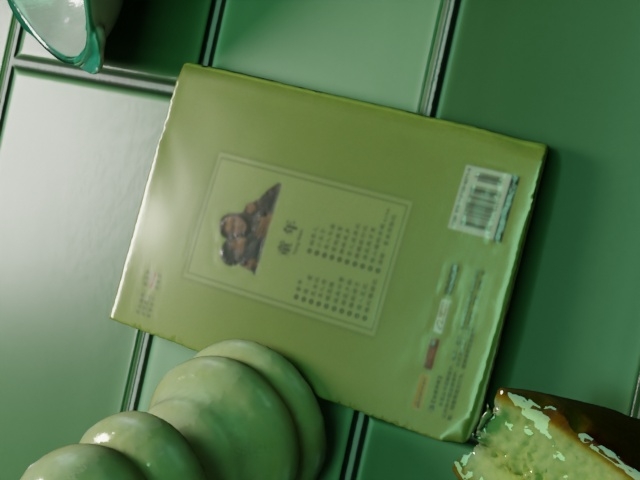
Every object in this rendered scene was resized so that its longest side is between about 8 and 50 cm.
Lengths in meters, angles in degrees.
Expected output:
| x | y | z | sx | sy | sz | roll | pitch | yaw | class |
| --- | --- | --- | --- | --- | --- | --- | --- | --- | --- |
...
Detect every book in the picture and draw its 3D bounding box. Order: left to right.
| x | y | z | sx | sy | sz | roll | pitch | yaw | class |
| --- | --- | --- | --- | --- | --- | --- | --- | --- | --- |
| 0.000 | 0.000 | 1.161 | 0.352 | 0.035 | 0.239 | 16 | 91 | 30 | book |

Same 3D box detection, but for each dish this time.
| x | y | z | sx | sy | sz | roll | pitch | yaw | class |
| --- | --- | --- | --- | --- | --- | --- | --- | --- | --- |
| -0.220 | -0.264 | 1.249 | 0.224 | 0.078 | 0.246 | 58 | 155 | 9 | dish |

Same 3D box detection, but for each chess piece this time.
| x | y | z | sx | sy | sz | roll | pitch | yaw | class |
| --- | --- | --- | --- | --- | --- | --- | --- | --- | --- |
| -0.121 | 0.176 | 1.067 | 0.144 | 0.251 | 0.144 | 10 | 109 | 31 | chess piece |

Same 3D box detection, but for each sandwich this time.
| x | y | z | sx | sy | sz | roll | pitch | yaw | class |
| --- | --- | --- | --- | --- | --- | --- | --- | --- | --- |
| 0.215 | 0.191 | 0.971 | 0.235 | 0.128 | 0.122 | 40 | 108 | 27 | sandwich |
